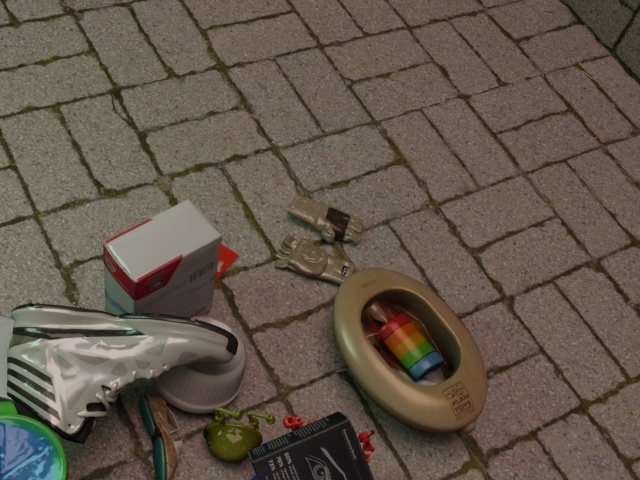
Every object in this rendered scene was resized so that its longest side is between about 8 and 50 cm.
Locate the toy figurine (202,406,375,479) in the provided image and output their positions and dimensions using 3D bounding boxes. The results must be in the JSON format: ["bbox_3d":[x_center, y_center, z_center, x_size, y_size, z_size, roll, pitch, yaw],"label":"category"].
[{"bbox_3d":[-0.071,0.490,1.750,0.362,0.191,0.217,10,58,-6],"label":"toy figurine"}]

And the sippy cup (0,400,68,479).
[{"bbox_3d":[-0.585,0.473,1.593,0.240,0.224,0.305,25,52,5],"label":"sippy cup"}]

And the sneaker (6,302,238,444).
[{"bbox_3d":[-0.393,0.275,1.703,0.447,0.169,0.258,6,76,-9],"label":"sneaker"}]

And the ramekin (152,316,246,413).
[{"bbox_3d":[-0.258,0.262,1.879,0.207,0.109,0.207,15,41,-13],"label":"ramekin"}]

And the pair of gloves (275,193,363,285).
[{"bbox_3d":[0.000,0.000,2.212,0.204,0.042,0.240,18,54,-6],"label":"pair of gloves"}]

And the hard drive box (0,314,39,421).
[{"bbox_3d":[-0.674,0.258,1.813,0.232,0.089,0.181,16,53,-4],"label":"hard drive box"}]

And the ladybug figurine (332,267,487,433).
[{"bbox_3d":[0.197,0.268,1.990,0.305,0.162,0.449,-22,63,-27],"label":"ladybug figurine"}]

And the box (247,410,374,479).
[{"bbox_3d":[-0.016,0.443,1.662,0.207,0.108,0.153,-21,91,-10],"label":"box"}]

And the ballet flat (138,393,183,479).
[{"bbox_3d":[-0.325,0.414,1.808,0.067,0.073,0.206,-1,57,-33],"label":"ballet flat"}]

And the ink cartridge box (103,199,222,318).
[{"bbox_3d":[-0.350,0.085,1.888,0.226,0.306,0.131,-31,67,-31],"label":"ink cartridge box"}]

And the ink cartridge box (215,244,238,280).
[{"bbox_3d":[-0.311,0.023,2.111,0.179,0.045,0.145,31,53,12],"label":"ink cartridge box"}]
